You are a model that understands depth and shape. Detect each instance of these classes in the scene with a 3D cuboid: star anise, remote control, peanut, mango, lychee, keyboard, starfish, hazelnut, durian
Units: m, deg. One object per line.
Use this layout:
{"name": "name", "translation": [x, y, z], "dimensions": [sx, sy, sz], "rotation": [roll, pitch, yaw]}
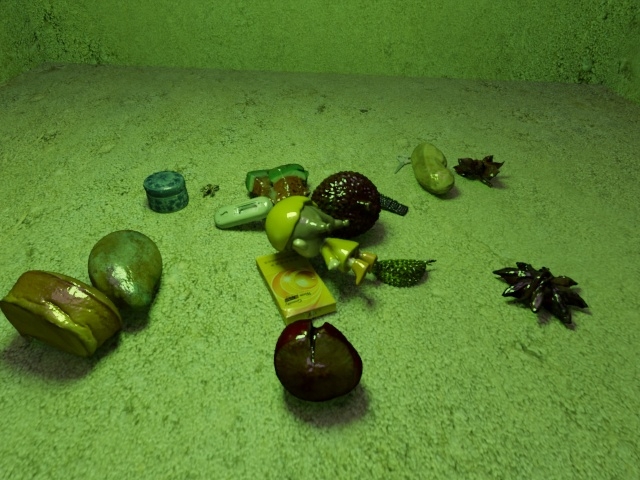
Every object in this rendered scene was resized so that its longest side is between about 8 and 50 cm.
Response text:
{"name": "star anise", "translation": [0.667, -0.308, 1.748], "dimensions": [0.196, 0.111, 0.212], "rotation": [13, 31, 5]}
{"name": "remote control", "translation": [-0.270, -0.098, 1.424], "dimensions": [0.222, 0.042, 0.078], "rotation": [-13, 66, 14]}
{"name": "peanut", "translation": [0.458, -0.296, 1.703], "dimensions": [0.147, 0.146, 0.305], "rotation": [2, 41, 0]}
{"name": "mango", "translation": [-0.540, 0.084, 1.151], "dimensions": [0.193, 0.146, 0.316], "rotation": [6, 34, -31]}
{"name": "lychee", "translation": [0.075, -0.120, 1.389], "dimensions": [0.236, 0.235, 0.271], "rotation": [-31, 18, -35]}
{"name": "star anise", "translation": [0.646, 0.120, 1.200], "dimensions": [0.272, 0.102, 0.271], "rotation": [3, 35, -2]}
{"name": "keyboard", "translation": [0.239, -0.153, 1.568], "dimensions": [0.196, 0.018, 0.060], "rotation": [27, 44, 11]}
{"name": "starfish", "translation": [-0.437, -0.203, 1.630], "dimensions": [0.078, 0.028, 0.091], "rotation": [-15, 36, -17]}
{"name": "hazelnut", "translation": [-0.005, 0.274, 0.937], "dimensions": [0.204, 0.177, 0.178], "rotation": [12, 39, 4]}
{"name": "durian", "translation": [0.254, 0.081, 1.258], "dimensions": [0.216, 0.086, 0.100], "rotation": [1, 24, 1]}

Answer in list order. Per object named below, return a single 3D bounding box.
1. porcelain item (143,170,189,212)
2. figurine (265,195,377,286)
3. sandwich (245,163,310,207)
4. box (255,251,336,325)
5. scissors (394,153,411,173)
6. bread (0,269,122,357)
{"name": "porcelain item", "translation": [-0.572, -0.186, 1.532], "dimensions": [0.147, 0.114, 0.147], "rotation": [0, 38, 0]}
{"name": "figurine", "translation": [0.000, 0.000, 1.218], "dimensions": [0.344, 0.187, 0.215], "rotation": [30, 10, 13]}
{"name": "sandwich", "translation": [-0.147, -0.196, 1.520], "dimensions": [0.251, 0.161, 0.301], "rotation": [-1, 40, -12]}
{"name": "box", "translation": [-0.079, 0.124, 1.210], "dimensions": [0.153, 0.043, 0.269], "rotation": [-15, 40, -21]}
{"name": "scissors", "translation": [0.369, -0.345, 1.860], "dimensions": [0.100, 0.015, 0.189], "rotation": [18, 43, 22]}
{"name": "bread", "translation": [-0.624, 0.174, 1.004], "dimensions": [0.270, 0.195, 0.142], "rotation": [20, 46, 8]}
